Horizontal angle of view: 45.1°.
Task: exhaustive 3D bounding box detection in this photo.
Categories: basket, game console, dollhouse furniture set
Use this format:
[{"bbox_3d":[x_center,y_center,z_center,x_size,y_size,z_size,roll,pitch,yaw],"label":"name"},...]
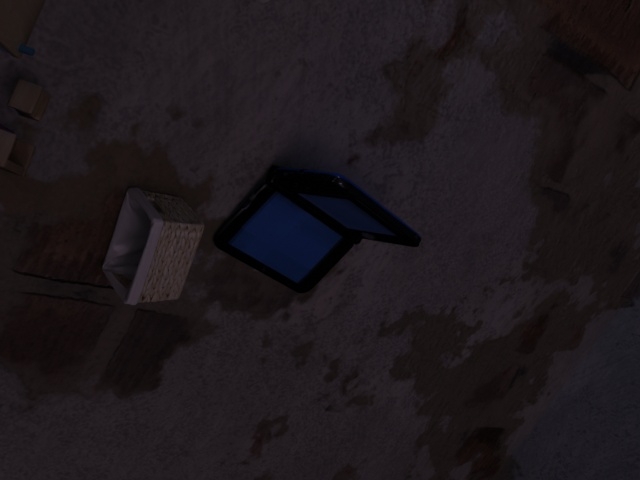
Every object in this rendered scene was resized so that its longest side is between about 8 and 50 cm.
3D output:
[{"bbox_3d":[-0.278,0.011,1.284,0.103,0.113,0.167,3,120,-42],"label":"basket"},{"bbox_3d":[0.000,0.000,1.439,0.293,0.250,0.173,32,74,-46],"label":"game console"},{"bbox_3d":[-0.460,-0.276,0.958,0.286,0.198,0.304,73,36,-83],"label":"dollhouse furniture set"}]

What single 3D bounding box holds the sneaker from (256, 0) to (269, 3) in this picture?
[{"bbox_3d":[-0.077,-0.439,1.085,0.094,0.080,0.212,-10,131,2],"label":"sneaker"}]
